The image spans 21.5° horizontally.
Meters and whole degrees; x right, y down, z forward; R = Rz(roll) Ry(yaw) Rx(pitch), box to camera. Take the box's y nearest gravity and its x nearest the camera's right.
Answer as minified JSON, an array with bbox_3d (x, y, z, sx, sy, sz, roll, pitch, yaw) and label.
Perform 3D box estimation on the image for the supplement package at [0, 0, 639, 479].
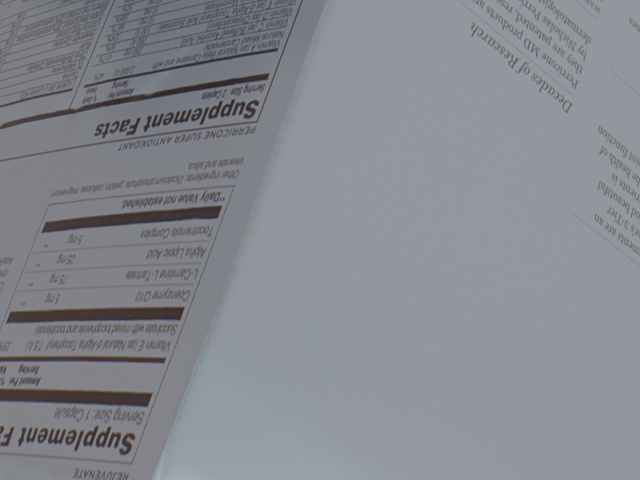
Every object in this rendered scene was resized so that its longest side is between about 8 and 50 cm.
[{"bbox_3d":[0.000,0.000,0.544,0.199,0.262,0.198,34,155,-35],"label":"supplement package"}]
